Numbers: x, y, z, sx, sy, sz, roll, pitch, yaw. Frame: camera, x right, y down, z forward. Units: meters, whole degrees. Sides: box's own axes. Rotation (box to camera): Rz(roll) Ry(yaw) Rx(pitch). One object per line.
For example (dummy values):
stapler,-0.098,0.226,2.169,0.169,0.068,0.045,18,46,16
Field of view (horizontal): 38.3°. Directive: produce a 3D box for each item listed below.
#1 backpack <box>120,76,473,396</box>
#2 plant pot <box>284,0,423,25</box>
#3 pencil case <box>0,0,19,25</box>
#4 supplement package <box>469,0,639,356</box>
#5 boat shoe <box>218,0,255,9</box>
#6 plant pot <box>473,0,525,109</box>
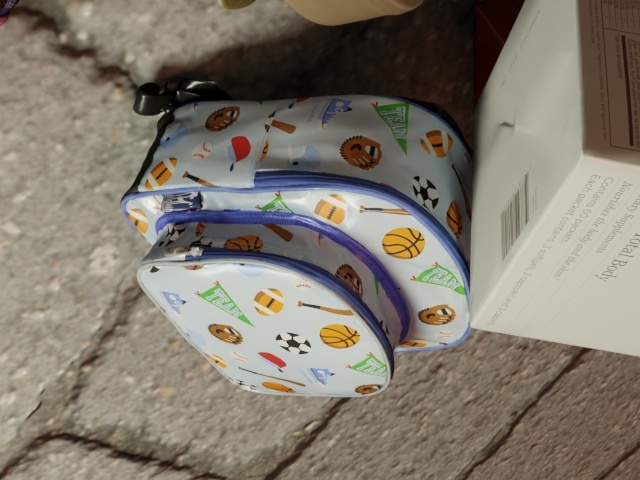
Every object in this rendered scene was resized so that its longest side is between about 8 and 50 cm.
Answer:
backpack,0.000,0.000,0.743,0.263,0.213,0.276,-10,142,25
plant pot,-0.076,-0.242,0.522,0.229,0.263,0.263,-6,140,22
pencil case,-0.342,-0.048,0.547,0.167,0.160,0.386,27,112,-42
supplement package,0.251,-0.049,0.594,0.263,0.198,0.199,10,147,-4
boat shoe,-0.055,-0.247,0.683,0.056,0.048,0.153,-19,141,-34
plant pot,0.279,-0.124,0.842,0.236,0.267,0.267,-13,132,-5
